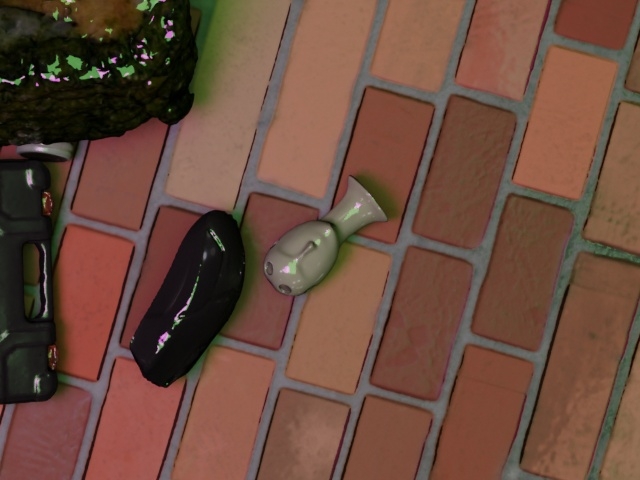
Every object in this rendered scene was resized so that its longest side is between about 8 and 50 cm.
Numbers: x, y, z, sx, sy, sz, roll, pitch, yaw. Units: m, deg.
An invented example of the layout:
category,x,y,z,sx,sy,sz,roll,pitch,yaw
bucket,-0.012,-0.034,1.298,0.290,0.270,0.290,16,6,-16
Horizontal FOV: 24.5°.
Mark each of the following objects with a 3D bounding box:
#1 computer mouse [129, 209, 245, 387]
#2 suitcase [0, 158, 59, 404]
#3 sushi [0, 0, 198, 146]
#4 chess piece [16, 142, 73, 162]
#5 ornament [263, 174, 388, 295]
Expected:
category,x,y,z,sx,sy,sz,roll,pitch,yaw
computer mouse,-0.141,0.072,1.713,0.073,0.122,0.217,28,90,22
suitcase,-0.408,0.050,1.698,0.206,0.066,0.285,-3,91,-22
sushi,-0.318,-0.262,1.646,0.352,0.178,0.294,-4,71,-3
chess piece,-0.319,-0.147,1.733,0.067,0.067,0.103,6,82,-2
ornament,0.000,0.000,1.735,0.156,0.081,0.075,-41,87,-5
